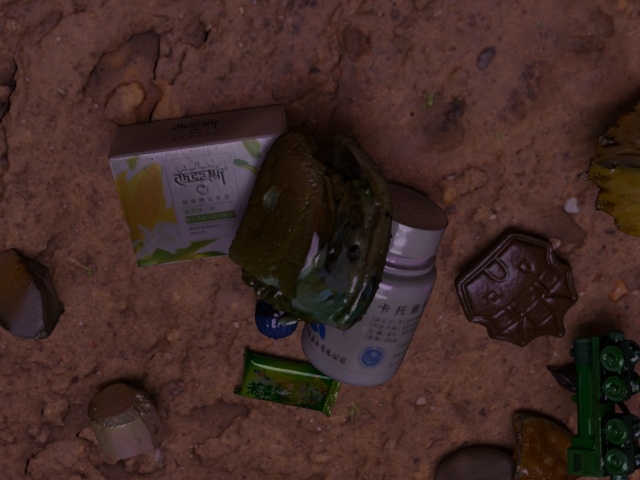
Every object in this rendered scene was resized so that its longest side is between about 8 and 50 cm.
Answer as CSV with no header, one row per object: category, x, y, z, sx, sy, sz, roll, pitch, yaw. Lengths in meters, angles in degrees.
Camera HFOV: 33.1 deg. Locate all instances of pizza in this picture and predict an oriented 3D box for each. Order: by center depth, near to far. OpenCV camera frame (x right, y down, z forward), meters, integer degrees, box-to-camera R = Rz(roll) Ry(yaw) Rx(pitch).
pizza,0.395,0.408,1.915,0.184,0.036,0.176,26,83,-19

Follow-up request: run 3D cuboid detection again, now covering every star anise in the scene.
star anise,0.483,0.307,1.801,0.148,0.227,0.219,-10,133,-2

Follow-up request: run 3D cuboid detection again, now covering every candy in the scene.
candy,-0.055,0.244,1.848,0.178,0.032,0.102,13,121,-9

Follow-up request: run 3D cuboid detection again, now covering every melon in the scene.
melon,-0.455,0.094,1.710,0.093,0.202,0.139,-55,145,7

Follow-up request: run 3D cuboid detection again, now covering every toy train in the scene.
toy train,0.463,0.271,1.761,0.119,0.085,0.251,-3,87,42

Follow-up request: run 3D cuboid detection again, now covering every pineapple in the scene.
pineapple,0.578,-0.101,1.597,0.344,0.209,0.286,7,153,22

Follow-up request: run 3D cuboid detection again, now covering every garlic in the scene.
garlic,0.300,0.431,1.955,0.198,0.090,0.129,-21,136,4

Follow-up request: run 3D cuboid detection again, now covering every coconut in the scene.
coconut,-0.330,0.315,1.838,0.116,0.116,0.122,-12,124,6

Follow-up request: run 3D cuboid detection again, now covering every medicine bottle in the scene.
medicine bottle,0.085,0.068,1.661,0.170,0.170,0.293,14,118,-10

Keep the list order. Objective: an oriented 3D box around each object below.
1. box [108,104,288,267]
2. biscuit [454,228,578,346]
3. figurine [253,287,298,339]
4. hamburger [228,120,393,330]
box,-0.165,-0.080,1.600,0.260,0.111,0.195,-7,122,5
biscuit,0.330,0.091,1.741,0.182,0.034,0.215,-44,112,12
figurine,-0.076,0.089,1.729,0.086,0.087,0.149,6,131,41
hamburger,0.000,0.000,1.502,0.167,0.192,0.288,6,114,-43
